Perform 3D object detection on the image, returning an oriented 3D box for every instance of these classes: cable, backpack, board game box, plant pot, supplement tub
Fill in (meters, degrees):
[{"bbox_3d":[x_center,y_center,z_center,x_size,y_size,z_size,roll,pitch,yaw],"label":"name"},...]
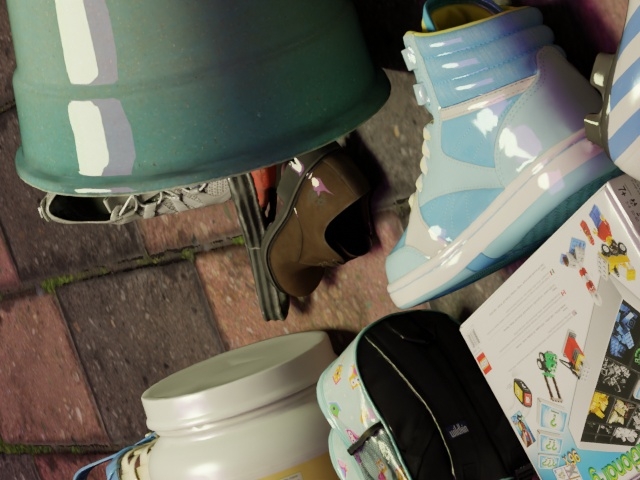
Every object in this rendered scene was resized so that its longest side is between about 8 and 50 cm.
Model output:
[{"bbox_3d":[-0.050,-0.023,1.992,0.139,0.072,0.287,-91,-10,-58],"label":"cable"},{"bbox_3d":[0.088,0.164,1.787,0.144,0.166,0.188,-42,69,52],"label":"backpack"},{"bbox_3d":[0.224,0.090,1.535,0.193,0.053,0.305,62,154,13],"label":"board game box"},{"bbox_3d":[-0.139,-0.254,1.688,0.341,0.341,0.334,21,129,55],"label":"plant pot"},{"bbox_3d":[-0.036,0.282,2.020,0.241,0.241,0.331,-5,105,62],"label":"supplement tub"}]

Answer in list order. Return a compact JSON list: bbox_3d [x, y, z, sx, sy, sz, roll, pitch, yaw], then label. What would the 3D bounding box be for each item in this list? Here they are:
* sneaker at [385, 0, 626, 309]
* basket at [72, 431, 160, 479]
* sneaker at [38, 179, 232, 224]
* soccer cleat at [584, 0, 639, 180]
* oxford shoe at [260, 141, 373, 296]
[{"bbox_3d":[0.118,-0.082,1.603,0.208,0.127,0.319,61,143,9],"label":"sneaker"},{"bbox_3d":[-0.151,0.339,2.281,0.289,0.201,0.254,-31,80,31],"label":"basket"},{"bbox_3d":[-0.182,-0.058,2.105,0.281,0.115,0.105,-16,107,38],"label":"sneaker"},{"bbox_3d":[0.264,-0.176,1.303,0.143,0.116,0.331,23,133,31],"label":"soccer cleat"},{"bbox_3d":[0.000,0.000,1.926,0.096,0.083,0.227,44,152,18],"label":"oxford shoe"}]
